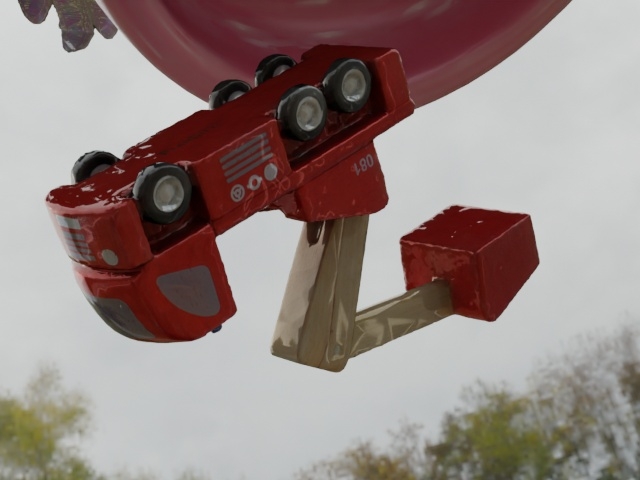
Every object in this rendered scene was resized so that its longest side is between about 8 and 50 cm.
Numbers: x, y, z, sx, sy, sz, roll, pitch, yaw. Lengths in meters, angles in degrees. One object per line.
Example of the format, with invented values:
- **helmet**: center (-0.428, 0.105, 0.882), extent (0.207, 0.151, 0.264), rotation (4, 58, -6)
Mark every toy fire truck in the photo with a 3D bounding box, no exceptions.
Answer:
- **toy fire truck**: center (0.000, 0.000, 0.441), extent (0.192, 0.047, 0.135), rotation (-35, -60, -33)

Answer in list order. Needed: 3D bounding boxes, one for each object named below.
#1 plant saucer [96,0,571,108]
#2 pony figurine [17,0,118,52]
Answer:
- **plant saucer**: center (0.027, -0.210, 0.493), extent (0.332, 0.084, 0.332), rotation (-22, -46, -24)
- **pony figurine**: center (-0.311, -0.289, 0.783), extent (0.303, 0.363, 0.351), rotation (21, -49, 23)
